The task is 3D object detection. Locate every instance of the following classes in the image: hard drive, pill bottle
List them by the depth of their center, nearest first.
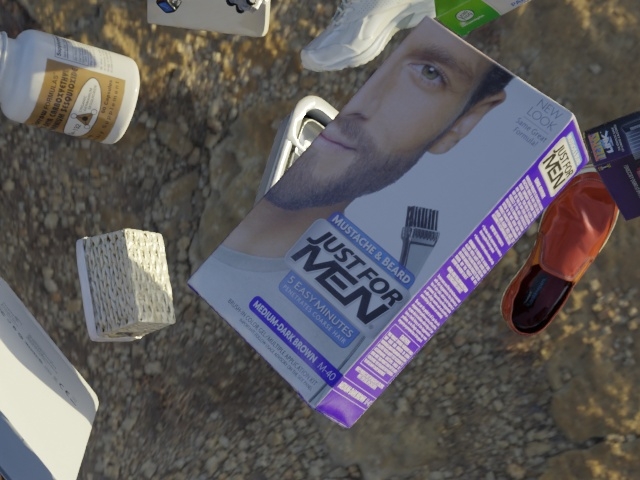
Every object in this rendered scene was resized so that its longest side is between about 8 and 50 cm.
[{"bbox_3d":[-0.368,0.172,1.336,0.047,0.353,0.233,-36,101,0],"label":"hard drive"},{"bbox_3d":[-0.383,-0.223,1.545,0.229,0.131,0.131,13,69,-29],"label":"pill bottle"}]

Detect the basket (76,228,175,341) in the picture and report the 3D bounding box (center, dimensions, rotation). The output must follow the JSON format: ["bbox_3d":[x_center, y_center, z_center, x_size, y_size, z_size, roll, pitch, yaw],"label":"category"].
[{"bbox_3d":[-0.307,0.070,1.756,0.103,0.113,0.167,-16,78,27],"label":"basket"}]

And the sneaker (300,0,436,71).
[{"bbox_3d":[0.058,-0.308,1.437,0.232,0.090,0.115,-37,120,-16],"label":"sneaker"}]

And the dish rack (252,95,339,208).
[{"bbox_3d":[0.000,0.000,1.530,0.285,0.072,0.333,38,57,-40],"label":"dish rack"}]

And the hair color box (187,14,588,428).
[{"bbox_3d":[0.062,-0.018,1.016,0.339,0.110,0.185,-48,62,-3],"label":"hair color box"}]

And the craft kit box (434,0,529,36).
[{"bbox_3d":[0.224,-0.380,1.182,0.061,0.246,0.250,21,55,-41],"label":"craft kit box"}]

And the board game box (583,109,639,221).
[{"bbox_3d":[0.373,-0.089,1.186,0.141,0.170,0.048,-21,63,19],"label":"board game box"}]

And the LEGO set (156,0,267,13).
[{"bbox_3d":[-0.158,-0.341,1.251,0.182,0.244,0.060,18,65,17],"label":"LEGO set"}]

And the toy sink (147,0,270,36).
[{"bbox_3d":[-0.163,-0.437,1.875,0.234,0.131,0.153,11,109,24],"label":"toy sink"}]

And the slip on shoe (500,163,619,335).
[{"bbox_3d":[0.406,0.025,1.857,0.123,0.101,0.331,25,113,-4],"label":"slip on shoe"}]

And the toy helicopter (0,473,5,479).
[{"bbox_3d":[-0.406,0.430,1.613,0.355,0.235,0.140,33,34,-12],"label":"toy helicopter"}]
